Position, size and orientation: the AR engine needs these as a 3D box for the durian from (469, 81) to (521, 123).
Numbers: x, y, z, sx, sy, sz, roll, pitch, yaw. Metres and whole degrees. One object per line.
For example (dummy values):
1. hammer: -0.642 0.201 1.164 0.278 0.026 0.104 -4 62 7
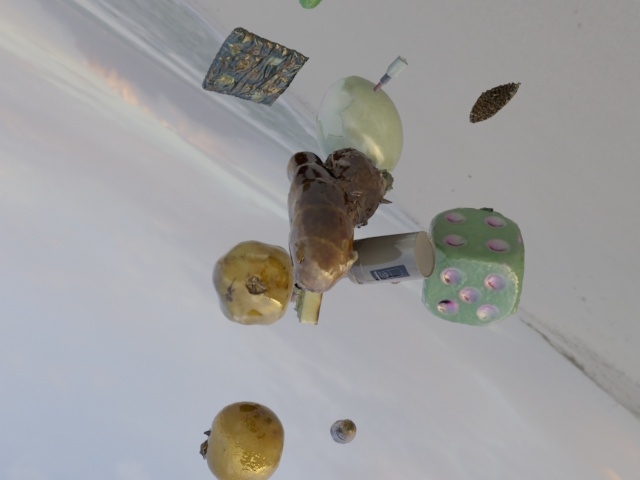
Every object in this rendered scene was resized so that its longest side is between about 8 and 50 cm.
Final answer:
1. durian: 0.369 -0.288 1.106 0.052 0.130 0.066 55 -169 24

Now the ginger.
1. ginger: 0.038 -0.061 1.189 0.254 0.176 0.418 0 -135 3

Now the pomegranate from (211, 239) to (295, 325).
1. pomegranate: -0.243 0.159 1.975 0.333 0.332 0.332 34 -174 -4

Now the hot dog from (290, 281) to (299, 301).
1. hot dog: -0.105 0.217 2.394 0.146 0.213 0.103 -2 -113 -39

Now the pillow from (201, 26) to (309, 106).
1. pillow: -0.167 -0.439 1.369 0.256 0.189 0.034 3 -128 -48

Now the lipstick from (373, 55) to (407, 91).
1. lipstick: 0.165 -0.399 1.282 0.025 0.107 0.025 23 -136 -30

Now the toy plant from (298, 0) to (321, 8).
1. toy plant: 0.021 -0.861 1.438 0.211 0.317 0.356 -4 -111 -44

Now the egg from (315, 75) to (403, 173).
1. egg: 0.119 -0.361 1.693 0.278 0.278 0.336 43 157 58

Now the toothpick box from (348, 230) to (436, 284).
1. toothpick box: 0.155 0.041 1.194 0.181 0.111 0.111 -8 157 36

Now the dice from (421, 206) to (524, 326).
1. dice: 0.535 0.092 1.877 0.331 0.318 0.322 6 -143 9

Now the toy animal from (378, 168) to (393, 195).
1. toy animal: 0.168 -0.145 1.534 0.069 0.086 0.220 35 -134 8

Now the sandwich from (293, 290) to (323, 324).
1. sandwich: -0.027 0.130 1.422 0.058 0.162 0.193 10 -179 -7

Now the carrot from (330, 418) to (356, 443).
1. carrot: 0.065 0.495 1.383 0.066 0.066 0.314 35 160 11

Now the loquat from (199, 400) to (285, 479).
1. loquat: -0.249 0.652 1.696 0.275 0.274 0.275 34 -174 -4
